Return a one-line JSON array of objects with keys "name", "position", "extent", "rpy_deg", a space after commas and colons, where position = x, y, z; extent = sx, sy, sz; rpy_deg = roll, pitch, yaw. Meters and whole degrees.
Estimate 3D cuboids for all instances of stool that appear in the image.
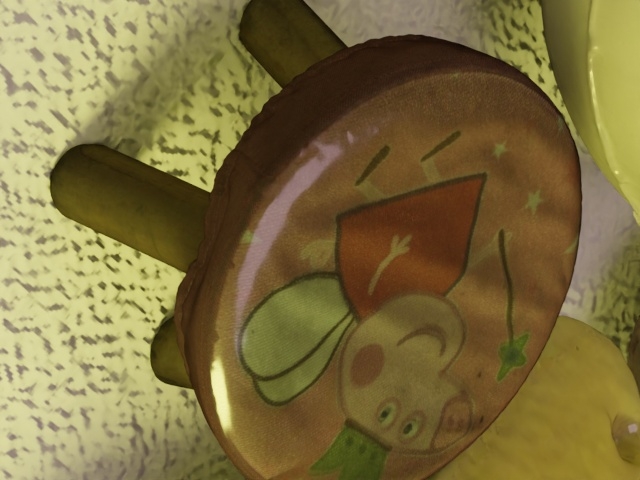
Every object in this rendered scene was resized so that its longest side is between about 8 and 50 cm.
[{"name": "stool", "position": [0.000, 0.000, 1.052], "extent": [0.272, 0.178, 0.272], "rpy_deg": [-21, 125, -34]}]

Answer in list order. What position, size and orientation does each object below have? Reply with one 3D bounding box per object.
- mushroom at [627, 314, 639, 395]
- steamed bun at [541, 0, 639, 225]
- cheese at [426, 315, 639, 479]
[{"name": "mushroom", "position": [0.341, 0.099, 1.422], "extent": [0.255, 0.184, 0.255], "rpy_deg": [-25, 129, -34]}, {"name": "steamed bun", "position": [0.306, -0.148, 1.169], "extent": [0.334, 0.334, 0.374], "rpy_deg": [-52, 141, -9]}, {"name": "cheese", "position": [0.147, 0.271, 1.158], "extent": [0.384, 0.104, 0.384], "rpy_deg": [21, 57, -35]}]
